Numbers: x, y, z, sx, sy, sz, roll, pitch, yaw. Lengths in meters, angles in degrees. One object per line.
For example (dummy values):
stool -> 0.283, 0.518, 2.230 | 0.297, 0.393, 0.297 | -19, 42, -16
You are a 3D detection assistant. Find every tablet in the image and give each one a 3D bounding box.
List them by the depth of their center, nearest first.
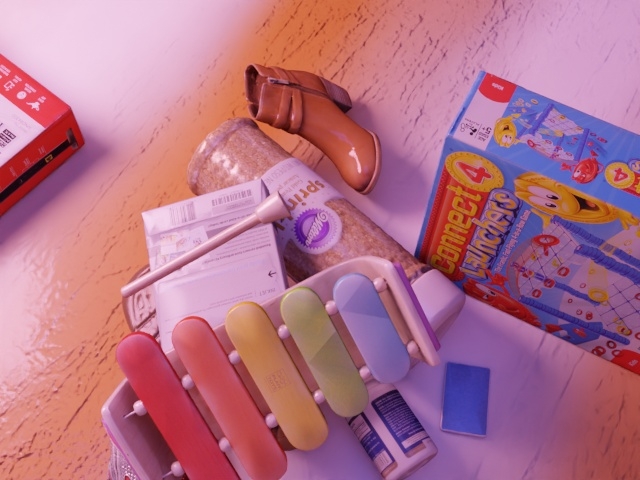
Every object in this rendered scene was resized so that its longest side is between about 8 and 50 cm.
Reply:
tablet -> 0.167, 0.182, 0.933 | 0.054, 0.006, 0.083 | 8, 62, 3

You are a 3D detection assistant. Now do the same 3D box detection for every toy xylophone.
toy xylophone -> -0.063, 0.104, 0.778 | 0.322, 0.081, 0.236 | -35, 102, 3

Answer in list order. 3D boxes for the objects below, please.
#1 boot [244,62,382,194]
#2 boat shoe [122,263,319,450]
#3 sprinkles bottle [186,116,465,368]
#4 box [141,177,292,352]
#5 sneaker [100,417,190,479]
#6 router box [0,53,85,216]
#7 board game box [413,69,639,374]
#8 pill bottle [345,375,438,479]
boot -> -0.014, -0.142, 1.025 | 0.152, 0.073, 0.197 | 10, 41, -37
boat shoe -> -0.113, 0.135, 0.915 | 0.285, 0.089, 0.104 | 42, 84, 22
sprinkles bottle -> 0.000, 0.000, 0.960 | 0.355, 0.121, 0.121 | 40, 68, 18
box -> -0.110, 0.039, 0.879 | 0.145, 0.038, 0.186 | -16, 67, 6
sneaker -> -0.168, 0.263, 0.849 | 0.092, 0.088, 0.225 | -27, 71, 28
router box -> -0.532, -0.140, 1.040 | 0.335, 0.082, 0.301 | 36, 67, 16
board game box -> 0.264, -0.002, 0.862 | 0.301, 0.308, 0.086 | 25, 66, 12
pill bottle -> 0.069, 0.199, 0.887 | 0.067, 0.067, 0.120 | -29, 67, -15
